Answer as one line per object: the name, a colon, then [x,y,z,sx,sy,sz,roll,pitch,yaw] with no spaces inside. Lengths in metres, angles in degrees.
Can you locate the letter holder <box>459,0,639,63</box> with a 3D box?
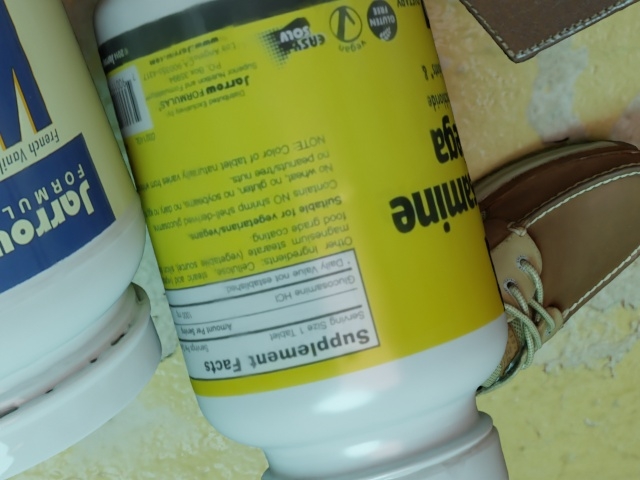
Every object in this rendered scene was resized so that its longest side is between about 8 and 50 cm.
letter holder: [0.106,-0.279,0.715,0.302,0.152,0.214,46,140,-19]

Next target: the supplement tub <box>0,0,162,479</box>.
supplement tub: [-0.231,-0.050,0.730,0.235,0.235,0.325,-22,108,-6]

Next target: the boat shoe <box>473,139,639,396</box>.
boat shoe: [0.105,0.055,0.964,0.324,0.120,0.123,-33,119,0]

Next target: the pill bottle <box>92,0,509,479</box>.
pill bottle: [0.000,0.000,0.812,0.187,0.188,0.334,-16,94,-9]
